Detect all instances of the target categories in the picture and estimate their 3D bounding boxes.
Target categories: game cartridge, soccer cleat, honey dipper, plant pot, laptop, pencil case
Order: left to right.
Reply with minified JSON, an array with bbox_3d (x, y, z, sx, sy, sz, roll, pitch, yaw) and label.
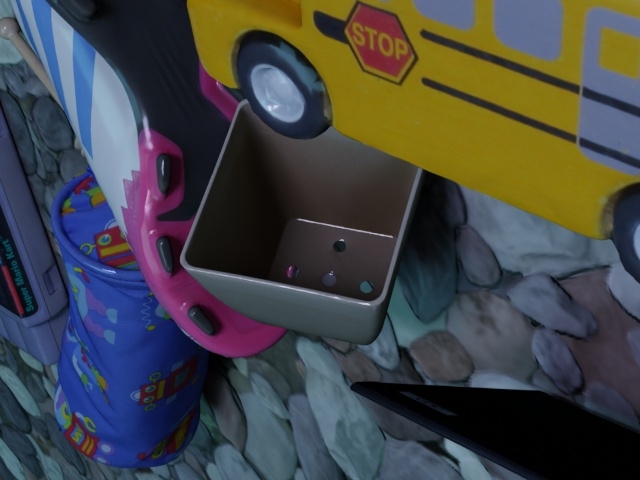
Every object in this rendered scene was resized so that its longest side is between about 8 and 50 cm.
[{"bbox_3d":[-0.356,-0.058,1.185,0.230,0.068,0.355,27,139,46],"label":"game cartridge"},{"bbox_3d":[-0.204,-0.113,0.944,0.160,0.030,0.030,49,149,15],"label":"honey dipper"},{"bbox_3d":[-0.145,0.059,0.935,0.133,0.119,0.306,52,150,25],"label":"pencil case"},{"bbox_3d":[-0.103,-0.086,0.769,0.331,0.116,0.143,68,163,-15],"label":"soccer cleat"},{"bbox_3d":[0.000,0.000,0.671,0.109,0.109,0.096,10,153,15],"label":"plant pot"},{"bbox_3d":[0.164,0.176,0.590,0.234,0.137,0.264,22,135,44],"label":"laptop"}]

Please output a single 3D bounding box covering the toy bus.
[{"bbox_3d":[0.098,-0.078,0.441,0.333,0.108,0.130,26,142,32],"label":"toy bus"}]
